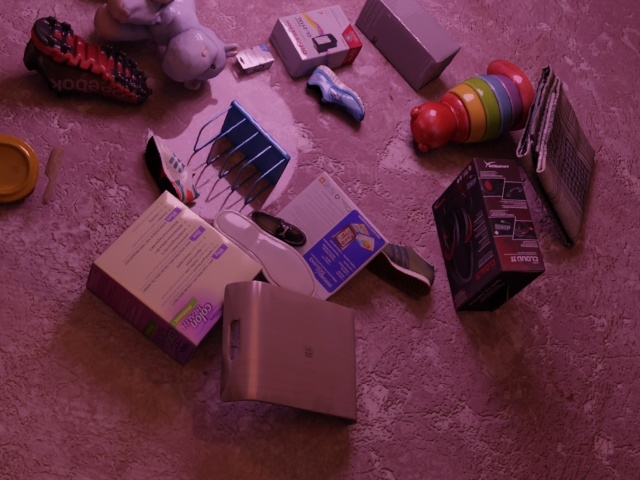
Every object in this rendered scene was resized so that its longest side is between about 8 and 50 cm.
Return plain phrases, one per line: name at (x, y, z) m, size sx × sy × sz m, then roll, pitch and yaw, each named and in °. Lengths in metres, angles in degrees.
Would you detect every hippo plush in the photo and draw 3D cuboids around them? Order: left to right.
hippo plush at (-0.324, -0.429, 1.925) m, size 0.237 × 0.234 × 0.294 m, roll 59°, pitch 15°, yaw -7°

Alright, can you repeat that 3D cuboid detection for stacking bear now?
stacking bear at (0.341, -0.298, 2.111) m, size 0.288 × 0.164 × 0.176 m, roll -21°, pitch 109°, yaw -17°

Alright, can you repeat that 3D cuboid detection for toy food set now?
toy food set at (-0.606, -0.134, 1.715) m, size 0.217 × 0.071 × 0.128 m, roll 9°, pitch 85°, yaw -15°
toy food set at (-0.052, 0.217, 1.692) m, size 0.306 × 0.092 × 0.220 m, roll 20°, pitch 60°, yaw -39°

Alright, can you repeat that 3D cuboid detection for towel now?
towel at (0.566, -0.200, 2.112) m, size 0.324 × 0.056 × 0.312 m, roll 50°, pitch 49°, yaw -36°

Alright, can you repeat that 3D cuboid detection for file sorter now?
file sorter at (-0.168, -0.179, 1.874) m, size 0.170 × 0.118 × 0.104 m, roll 46°, pitch 60°, yaw 6°

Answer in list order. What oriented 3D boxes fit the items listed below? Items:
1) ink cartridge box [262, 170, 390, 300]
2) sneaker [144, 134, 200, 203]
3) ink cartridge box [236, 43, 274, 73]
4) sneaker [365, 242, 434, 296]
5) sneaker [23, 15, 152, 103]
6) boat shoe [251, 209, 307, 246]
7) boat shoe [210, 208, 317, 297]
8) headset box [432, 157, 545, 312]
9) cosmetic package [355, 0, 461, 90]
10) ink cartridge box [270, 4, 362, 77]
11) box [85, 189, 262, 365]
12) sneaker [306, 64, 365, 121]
ink cartridge box at (0.000, 0.000, 1.868) m, size 0.208 × 0.045 × 0.206 m, roll -42°, pitch 82°, yaw -1°
sneaker at (-0.300, -0.144, 1.848) m, size 0.075 × 0.057 × 0.161 m, roll -10°, pitch 66°, yaw -44°
ink cartridge box at (-0.154, -0.410, 2.050) m, size 0.083 × 0.028 × 0.048 m, roll -23°, pitch 74°, yaw -30°
sneaker at (0.161, 0.040, 1.929) m, size 0.192 × 0.064 × 0.086 m, roll 32°, pitch 43°, yaw 2°
sneaker at (-0.483, -0.345, 1.850) m, size 0.276 × 0.135 × 0.098 m, roll 25°, pitch 42°, yaw -35°
boat shoe at (-0.085, -0.025, 1.836) m, size 0.125 × 0.038 × 0.046 m, roll 32°, pitch 89°, yaw 9°
boat shoe at (-0.118, 0.042, 1.803) m, size 0.254 × 0.079 × 0.095 m, roll 35°, pitch 59°, yaw 1°
headset box at (0.355, 0.004, 1.925) m, size 0.110 × 0.218 × 0.293 m, roll 0°, pitch 65°, yaw -20°
cosmetic package at (0.210, -0.495, 2.180) m, size 0.107 × 0.127 × 0.238 m, roll -33°, pitch 78°, yaw -32°
ink cartridge box at (-0.010, -0.466, 2.109) m, size 0.175 × 0.072 × 0.128 m, roll -21°, pitch 74°, yaw -29°
box at (-0.275, 0.070, 1.704) m, size 0.243 × 0.117 × 0.213 m, roll 38°, pitch 57°, yaw 1°
sneaker at (0.034, -0.324, 2.073) m, size 0.162 × 0.063 × 0.073 m, roll 42°, pitch 75°, yaw 8°
